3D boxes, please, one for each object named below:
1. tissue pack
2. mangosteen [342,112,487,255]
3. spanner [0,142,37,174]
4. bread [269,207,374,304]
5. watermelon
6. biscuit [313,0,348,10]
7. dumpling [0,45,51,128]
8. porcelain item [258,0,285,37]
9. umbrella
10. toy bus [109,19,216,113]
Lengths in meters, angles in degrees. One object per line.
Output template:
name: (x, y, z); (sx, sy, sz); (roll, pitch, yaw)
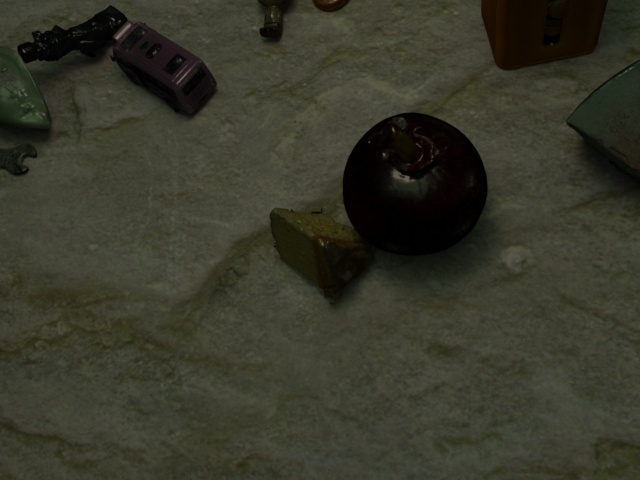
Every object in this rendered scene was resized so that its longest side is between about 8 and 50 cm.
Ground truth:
tissue pack: (0.379, -0.431, 1.329); (0.195, 0.274, 0.145); (-12, 67, 6)
mangosteen: (0.143, -0.104, 1.241); (0.236, 0.261, 0.235); (-5, 65, 11)
spanner: (-0.697, -0.169, 1.562); (0.302, 0.017, 0.071); (6, 68, 13)
bread: (0.000, 0.000, 1.292); (0.147, 0.152, 0.127); (35, 76, 31)
watermelon: (0.565, -0.163, 1.225); (0.388, 0.228, 0.258); (-11, 74, -4)
biscuit: (-0.012, -0.546, 1.582); (0.192, 0.036, 0.186); (12, 72, 17)
dumpling: (-0.603, -0.279, 1.518); (0.217, 0.149, 0.104); (20, 55, 18)
porcelain item: (-0.084, -0.495, 1.546); (0.084, 0.054, 0.213); (1, 82, 26)
umbrella: (-0.481, -0.390, 1.558); (0.224, 0.071, 0.080); (-29, 58, -31)
toy bus: (-0.302, -0.330, 1.505); (0.199, 0.108, 0.096); (34, 77, 22)
